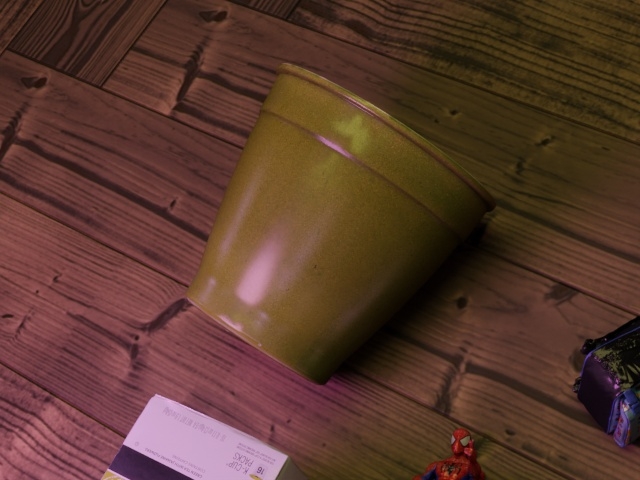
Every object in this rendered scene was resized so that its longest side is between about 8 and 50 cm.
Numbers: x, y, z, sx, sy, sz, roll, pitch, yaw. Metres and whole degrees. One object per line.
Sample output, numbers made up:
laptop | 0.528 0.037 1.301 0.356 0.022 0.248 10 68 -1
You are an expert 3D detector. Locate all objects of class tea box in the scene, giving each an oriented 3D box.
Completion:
tea box | -0.148 0.424 1.710 0.220 0.329 0.323 19 68 29

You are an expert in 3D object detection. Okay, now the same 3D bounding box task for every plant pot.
plant pot | 0.000 0.000 1.932 0.366 0.366 0.353 31 87 33

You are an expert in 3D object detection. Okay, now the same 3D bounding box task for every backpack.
backpack | 0.426 0.164 1.764 0.173 0.158 0.117 -29 62 -12

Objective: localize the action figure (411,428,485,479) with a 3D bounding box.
action figure | 0.148 0.359 1.761 0.091 0.139 0.280 5 60 22
